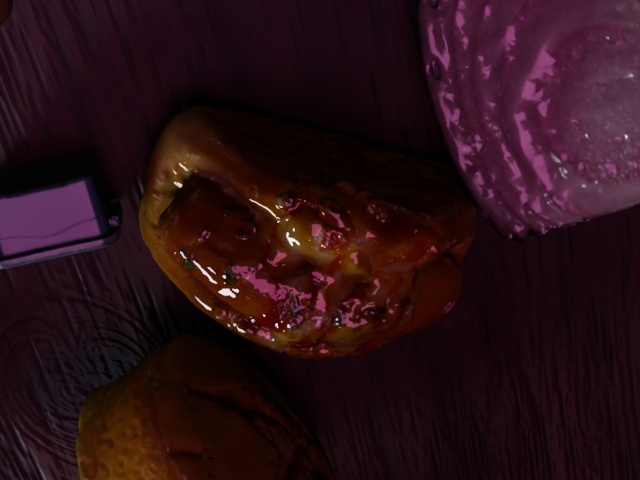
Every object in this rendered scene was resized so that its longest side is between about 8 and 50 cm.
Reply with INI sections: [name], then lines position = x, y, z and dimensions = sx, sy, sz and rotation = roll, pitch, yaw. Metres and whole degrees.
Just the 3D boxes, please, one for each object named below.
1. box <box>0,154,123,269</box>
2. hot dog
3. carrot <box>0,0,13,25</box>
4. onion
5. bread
[box]
position = -0.198, -0.024, 0.903
dimensions = 0.099, 0.074, 0.054
rotation = -12, 115, -2
[hot dog]
position = 0.000, 0.000, 0.900
dimensions = 0.257, 0.153, 0.150
rotation = 13, 122, -18
[carrot]
position = -0.246, -0.251, 0.693
dimensions = 0.139, 0.138, 0.301
rotation = -4, 127, -8
[onion]
position = 0.198, -0.147, 0.863
dimensions = 0.250, 0.111, 0.247
rotation = -16, 101, 31
[bread]
position = -0.077, 0.195, 1.002
dimensions = 0.143, 0.195, 0.269
rotation = -24, 130, 15
